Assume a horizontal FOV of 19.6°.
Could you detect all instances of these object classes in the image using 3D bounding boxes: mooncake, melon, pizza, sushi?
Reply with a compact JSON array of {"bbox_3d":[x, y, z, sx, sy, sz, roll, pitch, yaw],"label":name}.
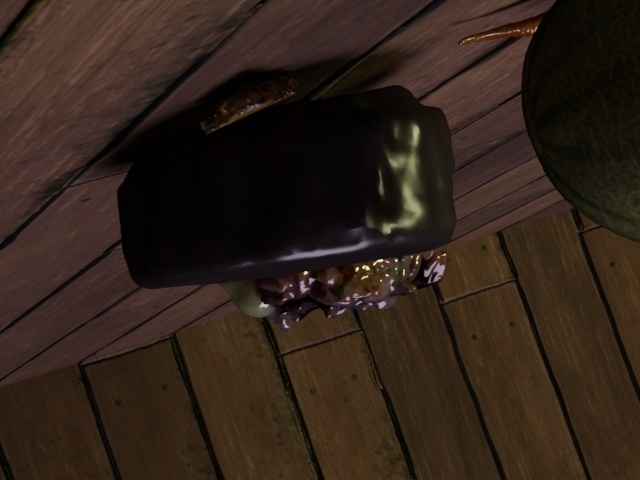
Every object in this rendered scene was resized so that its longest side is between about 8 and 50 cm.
[{"bbox_3d":[-0.028,-0.042,1.534,0.283,0.141,0.283,-11,176,-1],"label":"mooncake"},{"bbox_3d":[0.280,-0.112,1.239,0.302,0.237,0.237,-18,174,-11],"label":"melon"},{"bbox_3d":[-0.050,-0.109,1.393,0.083,0.025,0.078,-25,-179,-14],"label":"pizza"},{"bbox_3d":[0.000,0.000,1.886,0.237,0.170,0.270,-18,179,-17],"label":"sushi"}]

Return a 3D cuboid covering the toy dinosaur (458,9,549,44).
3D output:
[{"bbox_3d":[0.229,-0.186,1.468,0.212,0.057,0.142,-17,163,-36],"label":"toy dinosaur"}]
